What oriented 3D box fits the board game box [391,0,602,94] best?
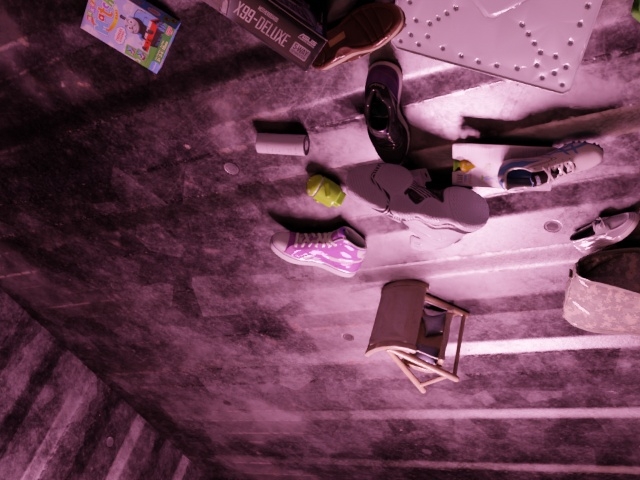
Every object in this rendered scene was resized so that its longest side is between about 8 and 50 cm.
[{"bbox_3d":[0.341,-0.499,1.328,0.389,0.050,0.390,20,141,16],"label":"board game box"}]

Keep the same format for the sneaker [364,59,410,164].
[{"bbox_3d":[0.143,-0.272,1.651,0.107,0.124,0.283,4,137,19],"label":"sneaker"}]

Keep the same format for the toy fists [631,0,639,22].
[{"bbox_3d":[0.624,-0.499,1.191,0.096,0.142,0.279,18,139,2],"label":"toy fists"}]

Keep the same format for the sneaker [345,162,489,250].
[{"bbox_3d":[0.228,-0.072,1.785,0.365,0.138,0.210,15,156,-3],"label":"sneaker"}]

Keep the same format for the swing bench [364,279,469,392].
[{"bbox_3d":[0.294,0.280,2.107,0.254,0.253,0.165,36,137,-20],"label":"swing bench"}]

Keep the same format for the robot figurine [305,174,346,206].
[{"bbox_3d":[0.011,-0.136,1.900,0.115,0.067,0.101,30,169,-14],"label":"robot figurine"}]

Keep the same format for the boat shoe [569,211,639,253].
[{"bbox_3d":[0.709,-0.029,1.750,0.063,0.066,0.184,32,148,-16],"label":"boat shoe"}]

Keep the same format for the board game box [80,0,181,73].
[{"bbox_3d":[-0.462,-0.522,1.683,0.211,0.039,0.160,31,139,-11],"label":"board game box"}]

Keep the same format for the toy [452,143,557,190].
[{"bbox_3d":[0.439,-0.190,1.677,0.237,0.056,0.137,2,139,11],"label":"toy"}]

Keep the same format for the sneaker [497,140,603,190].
[{"bbox_3d":[0.522,-0.161,1.583,0.237,0.086,0.085,-13,131,24],"label":"sneaker"}]

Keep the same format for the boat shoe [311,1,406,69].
[{"bbox_3d":[0.089,-0.445,1.506,0.257,0.095,0.095,-10,95,44],"label":"boat shoe"}]

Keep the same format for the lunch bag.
[{"bbox_3d":[0.779,0.131,1.800,0.286,0.169,0.235,5,146,13],"label":"lunch bag"}]

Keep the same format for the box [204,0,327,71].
[{"bbox_3d":[-0.104,-0.468,1.394,0.242,0.307,0.077,33,112,-14],"label":"box"}]

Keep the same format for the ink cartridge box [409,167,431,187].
[{"bbox_3d":[0.242,-0.157,1.814,0.083,0.028,0.048,-8,134,28],"label":"ink cartridge box"}]

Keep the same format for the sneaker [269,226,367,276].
[{"bbox_3d":[0.000,-0.001,2.042,0.281,0.102,0.161,14,137,-10],"label":"sneaker"}]

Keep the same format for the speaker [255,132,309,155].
[{"bbox_3d":[-0.100,-0.253,1.825,0.136,0.055,0.055,5,138,17],"label":"speaker"}]
